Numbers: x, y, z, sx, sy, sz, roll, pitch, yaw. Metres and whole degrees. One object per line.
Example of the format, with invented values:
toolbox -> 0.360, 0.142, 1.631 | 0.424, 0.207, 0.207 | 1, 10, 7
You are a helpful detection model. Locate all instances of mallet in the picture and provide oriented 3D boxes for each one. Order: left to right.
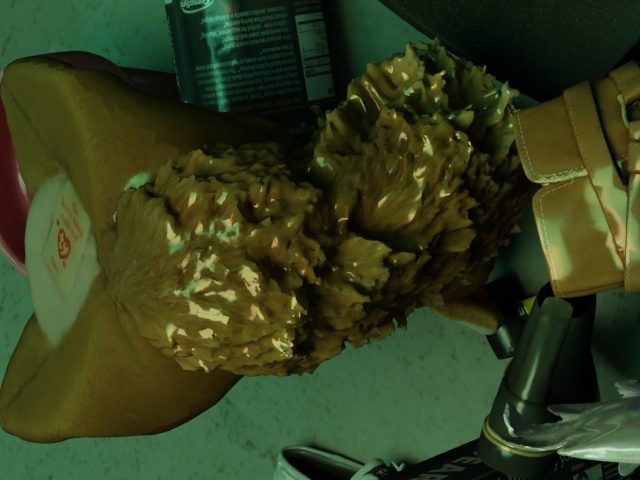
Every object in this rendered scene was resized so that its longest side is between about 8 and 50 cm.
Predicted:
mallet -> 0.201, 0.045, 1.515 | 0.189, 0.039, 0.062 | -17, 89, 38

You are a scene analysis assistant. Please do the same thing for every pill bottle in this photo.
pill bottle -> -0.058, -0.154, 1.624 | 0.130, 0.130, 0.246 | -4, 97, 41

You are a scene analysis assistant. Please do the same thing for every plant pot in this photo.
plant pot -> -0.174, -0.070, 1.710 | 0.201, 0.180, 0.201 | 11, 107, 38
plant pot -> 0.181, -0.201, 1.389 | 0.167, 0.188, 0.187 | 47, 127, 7

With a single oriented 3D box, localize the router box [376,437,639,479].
router box -> 0.133, 0.273, 1.439 | 0.081, 0.309, 0.243 | -2, 98, 41

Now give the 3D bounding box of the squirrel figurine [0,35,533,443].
squirrel figurine -> 0.000, 0.000, 1.407 | 0.397, 0.370, 0.281 | -3, 89, 59

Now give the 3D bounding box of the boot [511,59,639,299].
boot -> 0.229, -0.101, 1.230 | 0.220, 0.109, 0.283 | -15, 68, 20

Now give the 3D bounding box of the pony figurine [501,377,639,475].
pony figurine -> 0.331, 0.067, 1.281 | 0.351, 0.303, 0.363 | 3, 87, 32

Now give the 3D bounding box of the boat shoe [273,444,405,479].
boat shoe -> 0.042, 0.225, 1.660 | 0.227, 0.079, 0.081 | 12, 112, 42

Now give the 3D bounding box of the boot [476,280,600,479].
boot -> 0.177, 0.071, 1.411 | 0.077, 0.198, 0.137 | 17, 114, 7
